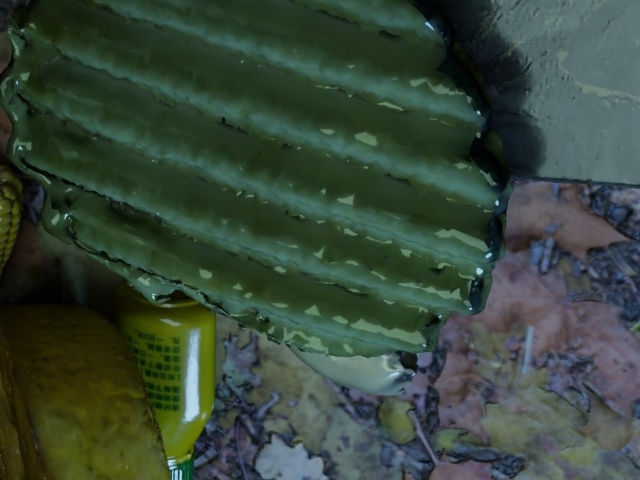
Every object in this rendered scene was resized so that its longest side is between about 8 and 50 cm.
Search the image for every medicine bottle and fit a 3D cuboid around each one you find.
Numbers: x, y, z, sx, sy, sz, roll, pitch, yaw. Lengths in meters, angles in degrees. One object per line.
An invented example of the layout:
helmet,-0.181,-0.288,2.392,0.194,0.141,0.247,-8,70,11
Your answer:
medicine bottle,-0.134,0.155,1.559,0.095,0.064,0.260,14,118,21

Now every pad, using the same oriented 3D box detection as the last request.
pad,0.101,-0.167,1.325,0.367,0.007,0.247,5,106,19

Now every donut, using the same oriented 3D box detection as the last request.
donut,-0.203,0.168,1.491,0.108,0.277,0.277,-16,116,-20

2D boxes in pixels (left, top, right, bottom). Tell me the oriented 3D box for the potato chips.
potato chips,-0.049,-0.096,1.363,0.429,0.070,0.358,21,114,18

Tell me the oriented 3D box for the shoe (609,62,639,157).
shoe,0.244,-0.075,1.339,0.099,0.071,0.169,1,112,19

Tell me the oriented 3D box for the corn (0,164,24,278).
corn,-0.319,0.035,1.539,0.093,0.093,0.244,27,121,2

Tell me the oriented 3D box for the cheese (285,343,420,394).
cheese,-0.014,0.012,1.450,0.249,0.071,0.163,28,116,6
